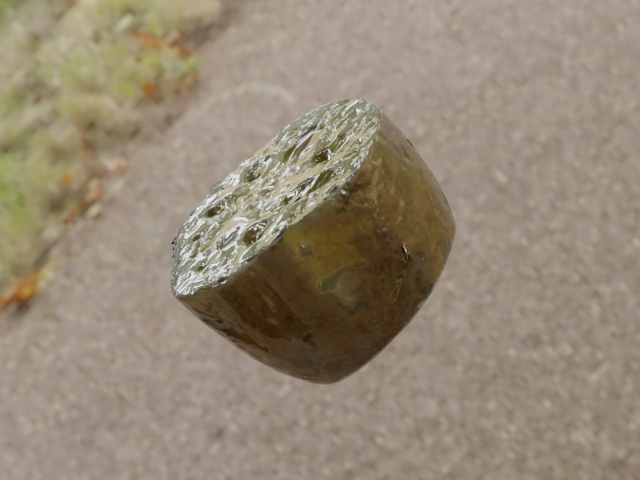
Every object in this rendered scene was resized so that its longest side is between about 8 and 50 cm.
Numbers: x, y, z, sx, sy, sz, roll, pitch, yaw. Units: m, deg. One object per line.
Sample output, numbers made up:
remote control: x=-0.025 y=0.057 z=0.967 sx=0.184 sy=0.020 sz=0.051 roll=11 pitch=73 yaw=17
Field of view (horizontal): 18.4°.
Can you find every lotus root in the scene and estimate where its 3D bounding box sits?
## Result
lotus root: x=0.002 y=-0.002 z=0.834 sx=0.112 sy=0.081 sz=0.122 roll=-43 pitch=17 yaw=18
